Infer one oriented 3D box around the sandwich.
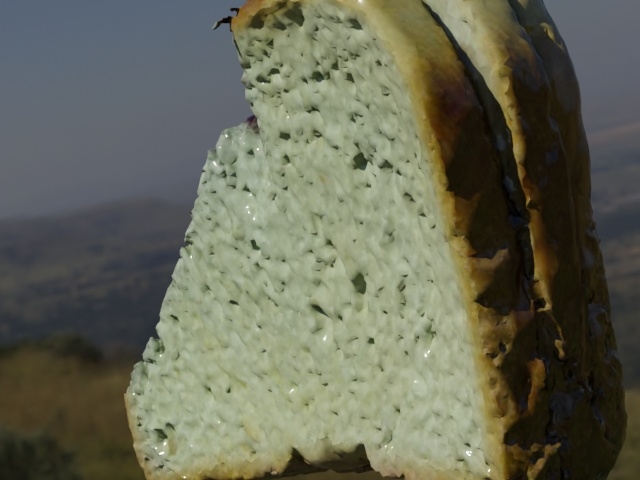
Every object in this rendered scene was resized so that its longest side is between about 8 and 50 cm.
[{"bbox_3d":[0.004,-0.001,0.874,0.100,0.254,0.288,-19,6,-40],"label":"sandwich"}]
